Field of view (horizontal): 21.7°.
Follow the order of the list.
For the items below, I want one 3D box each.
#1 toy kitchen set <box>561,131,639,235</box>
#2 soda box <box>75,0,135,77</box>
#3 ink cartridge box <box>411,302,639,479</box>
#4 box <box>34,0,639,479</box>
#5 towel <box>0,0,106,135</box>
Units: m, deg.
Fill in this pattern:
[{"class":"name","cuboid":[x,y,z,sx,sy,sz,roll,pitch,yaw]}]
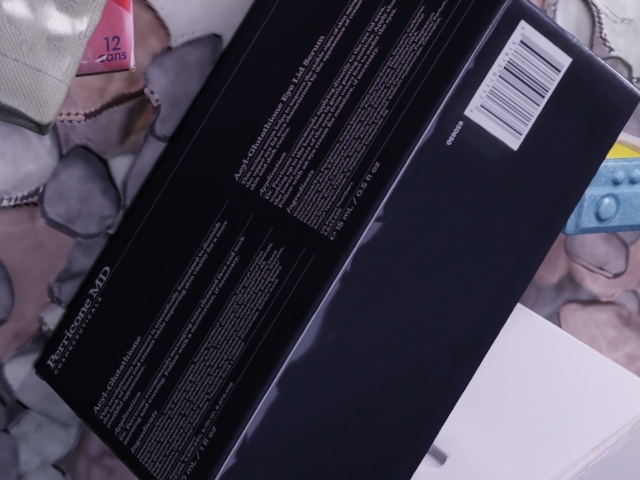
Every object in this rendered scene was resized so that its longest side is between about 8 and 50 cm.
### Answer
[{"class":"toy kitchen set","cuboid":[0.211,-0.104,0.899,0.166,0.122,0.207,-3,109,-29]},{"class":"soda box","cuboid":[-0.211,-0.104,0.676,0.263,0.083,0.092,-11,111,-27]},{"class":"ink cartridge box","cuboid":[0.111,0.180,0.915,0.168,0.171,0.232,-36,122,-14]},{"class":"box","cuboid":[0.000,0.000,0.777,0.103,0.184,0.261,31,91,-37]},{"class":"towel","cuboid":[-0.189,-0.234,0.609,0.312,0.056,0.324,24,77,-28]}]
